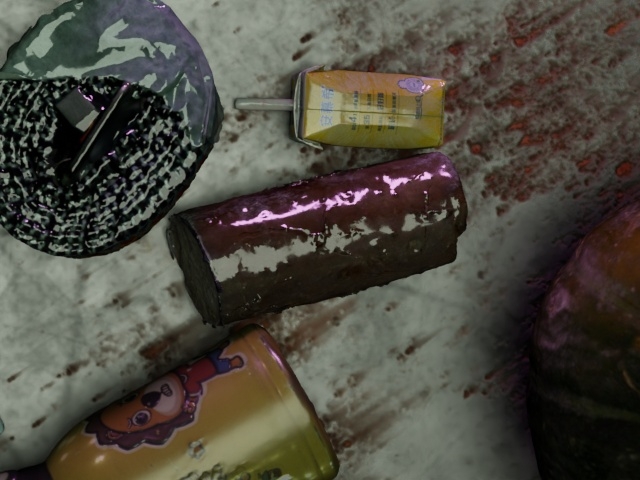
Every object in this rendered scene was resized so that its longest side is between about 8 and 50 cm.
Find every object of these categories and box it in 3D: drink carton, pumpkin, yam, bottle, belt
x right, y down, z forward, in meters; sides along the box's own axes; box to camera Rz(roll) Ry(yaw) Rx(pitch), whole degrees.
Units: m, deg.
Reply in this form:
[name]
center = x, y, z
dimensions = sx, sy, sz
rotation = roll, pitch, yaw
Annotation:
[drink carton]
center = 0.020, -0.131, 1.679
dimensions = 0.200, 0.074, 0.084
rotation = 1, 95, -15
[pumpkin]
center = 0.423, 0.145, 1.660
dimensions = 0.454, 0.344, 0.454
rotation = -1, 103, -6
[yam]
center = 0.000, 0.000, 1.661
dimensions = 0.279, 0.131, 0.131
rotation = -14, 98, -12
[bottle]
center = -0.170, 0.232, 1.615
dimensions = 0.351, 0.171, 0.171
rotation = -29, 101, -10
[belt]
center = -0.208, -0.107, 1.589
dimensions = 0.207, 0.150, 0.257
rotation = 33, 86, -4

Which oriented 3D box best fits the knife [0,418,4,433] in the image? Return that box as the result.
[knife]
center = -0.374, 0.085, 1.611
dimensions = 0.063, 0.034, 0.260
rotation = -27, 110, -17
